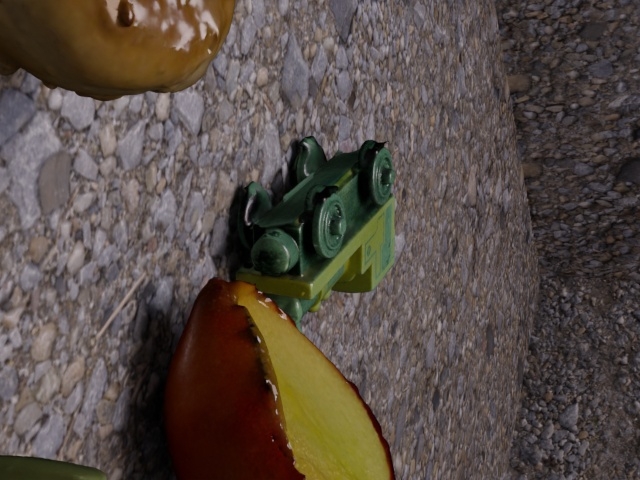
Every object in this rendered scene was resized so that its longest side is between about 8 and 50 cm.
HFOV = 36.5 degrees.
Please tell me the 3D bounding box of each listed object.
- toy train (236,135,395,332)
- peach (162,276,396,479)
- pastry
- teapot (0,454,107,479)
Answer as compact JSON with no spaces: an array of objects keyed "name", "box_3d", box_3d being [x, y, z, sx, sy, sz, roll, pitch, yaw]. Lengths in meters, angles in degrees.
[{"name":"toy train","box_3d":[0.000,0.000,1.349,0.369,0.150,0.237,-44,138,-57]},{"name":"peach","box_3d":[-0.073,0.225,1.071,0.362,0.201,0.258,57,17,-5]},{"name":"pastry","box_3d":[-0.202,-0.262,0.770,0.284,0.184,0.316,-14,92,-60]},{"name":"teapot","box_3d":[-0.254,0.318,0.613,0.239,0.239,0.322,-43,135,-61]}]
